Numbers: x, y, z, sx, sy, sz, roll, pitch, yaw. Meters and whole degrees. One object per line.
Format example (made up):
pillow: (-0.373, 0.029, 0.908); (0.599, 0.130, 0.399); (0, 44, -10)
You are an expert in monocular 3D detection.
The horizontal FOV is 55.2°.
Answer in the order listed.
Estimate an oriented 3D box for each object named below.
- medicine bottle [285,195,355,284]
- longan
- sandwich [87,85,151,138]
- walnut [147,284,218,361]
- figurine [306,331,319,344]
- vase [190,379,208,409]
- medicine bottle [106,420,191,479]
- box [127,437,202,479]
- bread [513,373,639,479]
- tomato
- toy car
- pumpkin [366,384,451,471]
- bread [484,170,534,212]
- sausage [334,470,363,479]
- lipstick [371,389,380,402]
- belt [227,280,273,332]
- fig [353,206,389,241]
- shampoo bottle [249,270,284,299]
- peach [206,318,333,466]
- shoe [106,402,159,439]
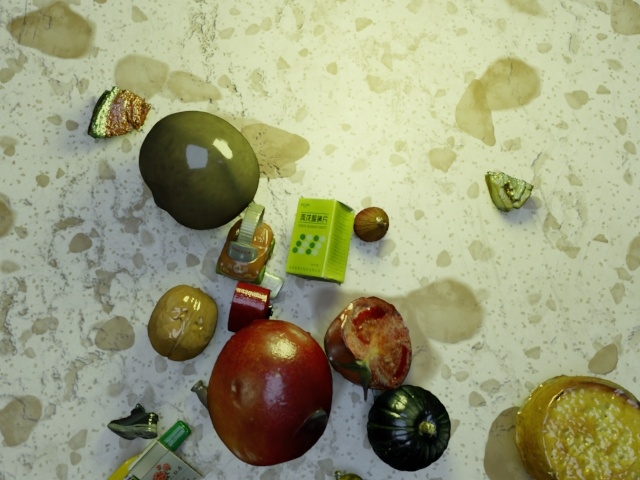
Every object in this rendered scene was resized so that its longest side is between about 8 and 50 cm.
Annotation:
medicine bottle: (0.000, 0.000, 1.867); (0.137, 0.141, 0.250); (4, 80, 32)
longan: (-0.363, -0.211, 1.825); (0.361, 0.361, 0.360); (0, 79, -2)
sandwich: (-0.647, -0.390, 1.961); (0.160, 0.109, 0.184); (22, 77, -18)
walnut: (-0.407, 0.243, 1.808); (0.193, 0.193, 0.225); (15, 76, 1)
figurine: (-0.046, 0.327, 1.860); (0.083, 0.067, 0.071); (-47, 63, 7)
vase: (-0.339, 0.466, 1.831); (0.101, 0.053, 0.053); (42, 81, 9)
medicine bottle: (-0.504, 0.651, 1.777); (0.309, 0.076, 0.111); (-45, 118, -13)
box: (-0.442, 0.664, 1.750); (0.109, 0.029, 0.198); (-45, 117, -12)
bread: (0.768, 0.567, 1.770); (0.398, 0.215, 0.398); (0, 74, -1)
tomato: (0.120, 0.307, 1.804); (0.170, 0.309, 0.308); (-23, 78, 37)
toy car: (-0.216, -0.004, 1.820); (0.145, 0.235, 0.235); (15, 79, 1)
pumpkin: (0.262, 0.539, 1.760); (0.250, 0.216, 0.249); (7, 75, -28)
bread: (0.588, -0.149, 1.960); (0.156, 0.103, 0.110); (20, 91, 7)
sausage: (0.131, 0.815, 1.745); (0.123, 0.123, 0.347); (-30, 82, -7)
lipstick: (0.170, 0.475, 1.860); (0.025, 0.025, 0.107); (-3, 84, -3)
belt: (-0.203, 0.211, 1.813); (0.124, 0.201, 0.128); (15, 54, -1)
fig: (0.155, -0.055, 1.898); (0.119, 0.153, 0.119); (-1, 82, 10)
shampoo bottle: (-0.193, 0.120, 1.903); (0.152, 0.045, 0.077); (28, 82, 1)
peach: (-0.122, 0.432, 1.679); (0.310, 0.335, 0.405); (24, 97, 44)
shoe: (-0.543, 0.529, 1.806); (0.169, 0.071, 0.099); (-4, 51, 20)
